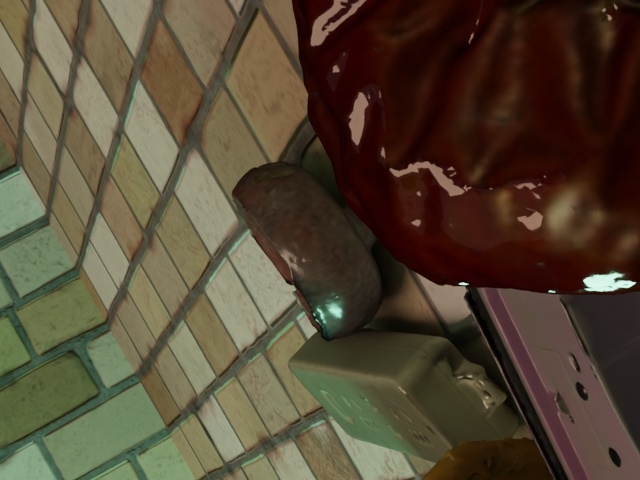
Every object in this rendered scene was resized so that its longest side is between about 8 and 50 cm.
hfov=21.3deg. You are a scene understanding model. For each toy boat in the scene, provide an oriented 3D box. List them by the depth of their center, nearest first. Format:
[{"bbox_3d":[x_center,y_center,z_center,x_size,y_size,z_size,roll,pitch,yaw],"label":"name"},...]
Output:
[{"bbox_3d":[0.000,0.000,1.357,0.155,0.085,0.227,59,176,-3],"label":"toy boat"}]

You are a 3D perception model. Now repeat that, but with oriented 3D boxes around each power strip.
[{"bbox_3d":[0.056,0.120,1.357,0.098,0.058,0.338,48,167,-11],"label":"power strip"}]

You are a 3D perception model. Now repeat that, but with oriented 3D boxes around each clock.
[{"bbox_3d":[0.169,0.088,0.958,0.193,0.073,0.145,63,164,-9],"label":"clock"}]

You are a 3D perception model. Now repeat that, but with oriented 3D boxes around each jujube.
[{"bbox_3d":[0.097,-0.095,0.626,0.213,0.213,0.232,180,91,-72],"label":"jujube"}]

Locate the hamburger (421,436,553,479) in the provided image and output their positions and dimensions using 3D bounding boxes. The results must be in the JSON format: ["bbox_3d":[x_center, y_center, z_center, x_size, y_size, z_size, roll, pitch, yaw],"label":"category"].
[{"bbox_3d":[0.135,0.230,1.072,0.213,0.214,0.108,54,159,24],"label":"hamburger"}]
